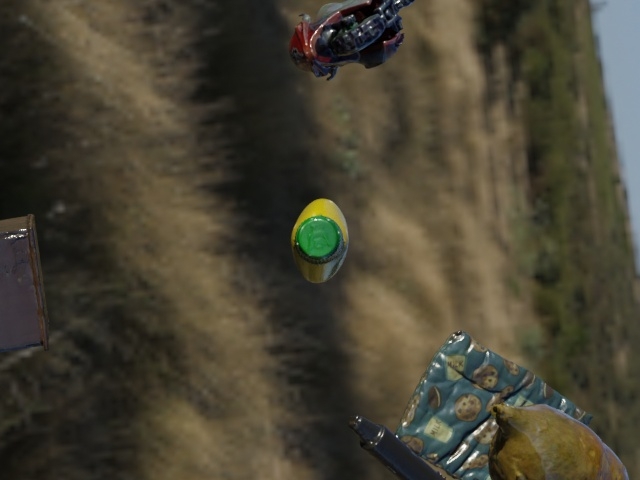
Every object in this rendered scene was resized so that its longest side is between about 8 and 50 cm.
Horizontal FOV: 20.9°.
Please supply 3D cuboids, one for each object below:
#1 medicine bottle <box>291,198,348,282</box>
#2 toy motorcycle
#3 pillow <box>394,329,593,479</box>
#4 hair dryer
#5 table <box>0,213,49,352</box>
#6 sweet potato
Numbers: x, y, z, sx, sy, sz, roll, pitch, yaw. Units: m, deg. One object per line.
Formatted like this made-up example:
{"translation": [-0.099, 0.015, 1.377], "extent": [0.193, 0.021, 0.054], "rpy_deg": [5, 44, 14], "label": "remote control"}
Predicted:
{"translation": [0.000, 0.000, 1.882], "extent": [0.260, 0.064, 0.095], "rpy_deg": [98, 0, -89], "label": "medicine bottle"}
{"translation": [0.038, -0.239, 1.975], "extent": [0.082, 0.122, 0.213], "rpy_deg": [69, 24, -13], "label": "toy motorcycle"}
{"translation": [0.243, 0.262, 2.445], "extent": [0.189, 0.255, 0.034], "rpy_deg": [-58, -166, -5], "label": "pillow"}
{"translation": [0.105, 0.273, 1.849], "extent": [0.248, 0.114, 0.070], "rpy_deg": [42, -5, -29], "label": "hair dryer"}
{"translation": [-0.475, 0.067, 2.352], "extent": [0.172, 0.193, 0.169], "rpy_deg": [-140, -136, -79], "label": "table"}
{"translation": [0.289, 0.293, 2.080], "extent": [0.369, 0.158, 0.158], "rpy_deg": [52, 30, -57], "label": "sweet potato"}
